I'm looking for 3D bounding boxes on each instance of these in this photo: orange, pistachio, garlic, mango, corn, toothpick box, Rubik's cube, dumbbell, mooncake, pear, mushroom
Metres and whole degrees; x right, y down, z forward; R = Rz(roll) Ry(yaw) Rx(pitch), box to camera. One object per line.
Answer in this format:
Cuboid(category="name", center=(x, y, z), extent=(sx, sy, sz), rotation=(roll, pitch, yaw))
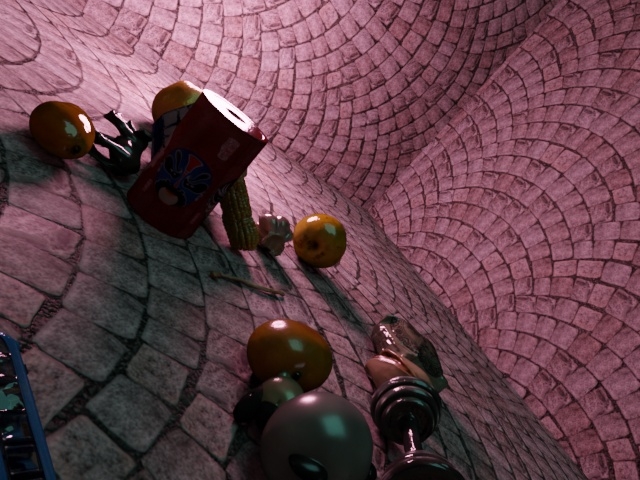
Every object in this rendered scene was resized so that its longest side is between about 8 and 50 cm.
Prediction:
Cuboid(category="orange", center=(-0.489, -0.469, 1.811), extent=(0.279, 0.235, 0.279), rotation=(36, 8, -6))
Cuboid(category="pistachio", center=(0.222, 0.392, 1.338), extent=(0.215, 0.143, 0.144), rotation=(37, 9, 35))
Cuboid(category="garlic", center=(-0.171, -0.033, 1.628), extent=(0.131, 0.127, 0.194), rotation=(30, -2, -28))
Cuboid(category="mango", center=(-0.611, -0.274, 1.149), extent=(0.139, 0.113, 0.253), rotation=(23, 19, -33))
Cuboid(category="corn", center=(-0.249, -0.106, 1.399), extent=(0.101, 0.101, 0.291), rotation=(-91, 170, -71))
Cuboid(category="toothpick box", center=(-0.315, -0.190, 1.240), extent=(0.204, 0.333, 0.204), rotation=(39, 14, -11))
Cuboid(category="Rubik's cube", center=(-0.372, -0.281, 1.495), extent=(0.264, 0.318, 0.319), rotation=(-1, 37, -30))
Cuboid(category="mango", center=(-0.055, 0.244, 1.035), extent=(0.176, 0.139, 0.254), rotation=(40, 7, 17))
Cuboid(category="dumbbell", center=(0.200, 0.447, 1.039), extent=(0.179, 0.179, 0.406), rotation=(40, 13, -7))
Cuboid(category="mooncake", center=(0.289, 0.371, 1.590), extent=(0.250, 0.136, 0.254), rotation=(37, 15, -32))
Cuboid(category="pear", center=(0.000, 0.000, 1.797), extent=(0.209, 0.209, 0.209), rotation=(39, 14, -12))
Cuboid(category="mushroom", center=(-0.190, 0.117, 1.304), extent=(0.286, 0.026, 0.028), rotation=(26, 37, -52))

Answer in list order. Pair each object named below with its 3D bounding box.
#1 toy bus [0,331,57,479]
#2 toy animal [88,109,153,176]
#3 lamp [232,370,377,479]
Cuboid(category="toy bus", center=(-0.346, 0.195, 0.460), extent=(0.246, 0.113, 0.134), rotation=(52, 13, 30))
Cuboid(category="toy animal", center=(-0.545, -0.260, 1.309), extent=(0.146, 0.115, 0.244), rotation=(36, 39, -35))
Cuboid(category="lamp", center=(-0.026, 0.331, 0.818), extent=(0.198, 0.197, 0.244), rotation=(29, -4, -43))
